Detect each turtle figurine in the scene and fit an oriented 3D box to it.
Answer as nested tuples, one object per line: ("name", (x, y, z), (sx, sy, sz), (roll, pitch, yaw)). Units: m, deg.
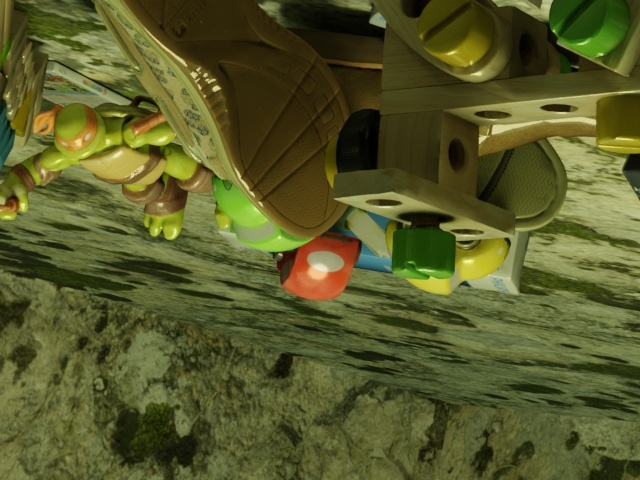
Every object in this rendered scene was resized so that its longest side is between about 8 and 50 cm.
("turtle figurine", (-0.158, -0.062, 1.564), (0.269, 0.087, 0.217), (-21, 156, 21))

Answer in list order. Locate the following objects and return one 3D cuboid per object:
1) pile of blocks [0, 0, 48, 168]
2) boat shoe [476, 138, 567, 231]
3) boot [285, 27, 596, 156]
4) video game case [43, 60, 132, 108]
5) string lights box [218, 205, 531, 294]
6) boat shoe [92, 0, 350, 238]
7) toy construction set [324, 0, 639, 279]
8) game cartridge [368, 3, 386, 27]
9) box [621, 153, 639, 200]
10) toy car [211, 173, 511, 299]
("pile of blocks", (-0.305, -0.132, 1.608), (0.112, 0.149, 0.362), (18, 169, 1))
("boat shoe", (0.055, -0.082, 1.615), (0.302, 0.113, 0.103), (21, 173, 9))
("boot", (0.106, -0.083, 1.452), (0.305, 0.115, 0.112), (8, -178, 23))
("video game case", (-0.243, -0.145, 1.866), (0.087, 0.011, 0.122), (6, 169, 33))
("string lights box", (0.055, -0.042, 1.740), (0.259, 0.133, 0.077), (9, 169, 14))
("boat shoe", (-0.070, -0.119, 1.385), (0.089, 0.104, 0.285), (18, 148, 52))
("toy construction set", (0.102, -0.101, 1.029), (0.257, 0.237, 0.309), (10, 170, 11))
("game cartridge", (0.069, -0.159, 1.401), (0.056, 0.017, 0.083), (19, 168, -20))
("box", (0.327, -0.034, 1.443), (0.158, 0.093, 0.156), (4, 145, 39))
("toy car", (0.000, 0.000, 1.560), (0.239, 0.053, 0.225), (-5, 160, 43))
